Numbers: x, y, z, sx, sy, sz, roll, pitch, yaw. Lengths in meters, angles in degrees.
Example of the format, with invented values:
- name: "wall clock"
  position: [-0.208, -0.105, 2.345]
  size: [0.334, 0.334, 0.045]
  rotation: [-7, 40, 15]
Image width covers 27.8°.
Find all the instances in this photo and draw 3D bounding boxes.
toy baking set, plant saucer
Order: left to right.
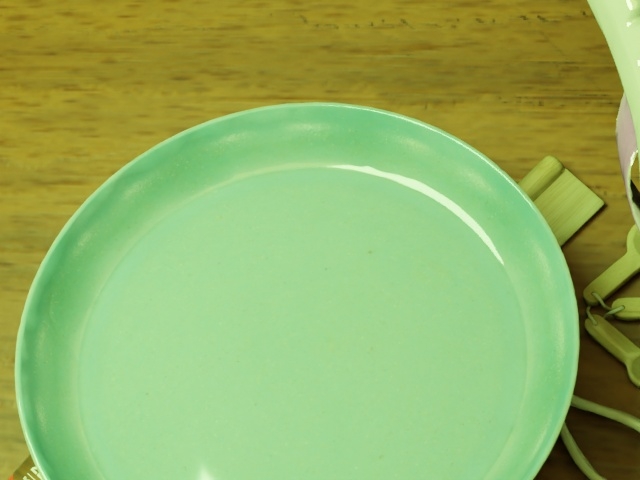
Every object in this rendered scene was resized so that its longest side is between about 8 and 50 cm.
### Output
- name: "plant saucer"
  position: [-0.048, 0.092, 0.765]
  size: [0.168, 0.029, 0.168]
  rotation: [-3, 56, 5]
- name: "plant saucer"
  position: [-0.014, 0.058, 0.739]
  size: [0.317, 0.044, 0.318]
  rotation: [-3, 57, 4]
- name: "toy baking set"
  position: [0.134, 0.065, 0.792]
  size: [0.196, 0.030, 0.256]
  rotation: [17, 72, 20]

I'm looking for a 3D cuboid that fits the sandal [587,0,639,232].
- name: "sandal"
  position: [0.242, -0.050, 0.777]
  size: [0.169, 0.102, 0.416]
  rotation: [-2, 70, -15]

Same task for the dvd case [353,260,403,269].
- name: "dvd case"
  position: [0.000, 0.000, 0.836]
  size: [0.119, 0.013, 0.087]
  rotation: [1, 28, 11]

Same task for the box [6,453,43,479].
- name: "box"
  position: [-0.055, 0.202, 0.763]
  size: [0.293, 0.057, 0.201]
  rotation: [35, 77, 25]
